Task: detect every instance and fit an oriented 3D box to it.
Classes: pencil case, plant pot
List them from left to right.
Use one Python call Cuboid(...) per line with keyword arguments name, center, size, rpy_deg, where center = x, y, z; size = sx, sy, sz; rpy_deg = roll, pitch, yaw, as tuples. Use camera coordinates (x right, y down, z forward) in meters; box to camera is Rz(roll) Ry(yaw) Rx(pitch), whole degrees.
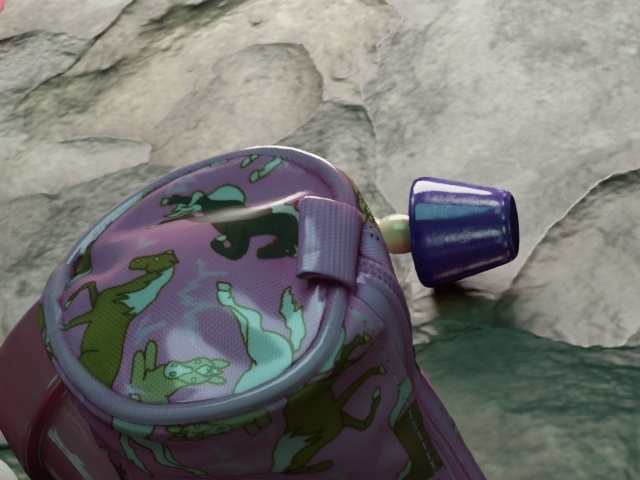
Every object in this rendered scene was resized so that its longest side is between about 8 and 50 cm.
Cuboid(name="plant pot", center=(-0.072, 0.119, 1.125), size=(0.201, 0.201, 0.180), rpy_deg=(-29, 59, -14))
Cuboid(name="pencil case", center=(0.008, 0.127, 0.929), size=(0.167, 0.386, 0.160), rpy_deg=(-36, 44, -7))

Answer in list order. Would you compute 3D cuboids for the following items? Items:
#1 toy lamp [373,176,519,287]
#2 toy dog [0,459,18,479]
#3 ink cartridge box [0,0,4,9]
Cuboid(name="toy lamp", center=(0.000, 0.000, 1.302), size=(0.275, 0.080, 0.080), rpy_deg=(-3, 44, 16))
Cuboid(name="toy dog", center=(-0.321, 0.176, 1.076), size=(0.161, 0.334, 0.220), rpy_deg=(-27, 50, 20))
Cuboid(name="ink cartridge box", center=(-0.376, -0.243, 1.554), size=(0.100, 0.237, 0.172), rpy_deg=(6, 47, 23))
